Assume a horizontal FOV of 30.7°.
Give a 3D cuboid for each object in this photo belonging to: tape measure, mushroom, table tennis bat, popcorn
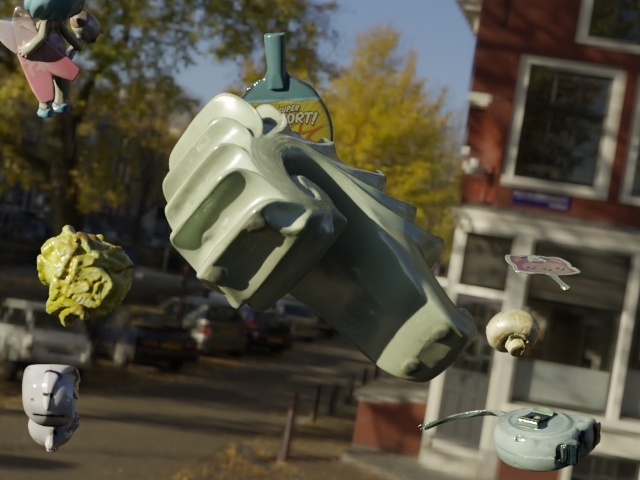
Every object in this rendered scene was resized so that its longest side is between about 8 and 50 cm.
[{"bbox_3d":[0.297,0.320,1.993,0.330,0.084,0.164,6,11,31],"label":"tape measure"},{"bbox_3d":[0.297,0.144,1.798,0.083,0.067,0.084,-2,-42,-2],"label":"mushroom"},{"bbox_3d":[-0.083,-0.257,2.377,0.215,0.329,0.044,-1,17,6],"label":"table tennis bat"},{"bbox_3d":[-0.464,0.061,2.297,0.167,0.187,0.185,-39,-12,35],"label":"popcorn"}]

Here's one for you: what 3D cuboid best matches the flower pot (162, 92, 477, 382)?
[{"bbox_3d":[0.000,0.000,1.328,0.367,0.164,0.254,28,25,-25],"label":"flower pot"}]

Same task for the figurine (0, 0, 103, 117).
[{"bbox_3d":[-0.406,-0.326,1.854,0.103,0.260,0.205,20,27,37],"label":"figurine"}]

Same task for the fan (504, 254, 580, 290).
[{"bbox_3d":[0.424,0.057,2.170,0.132,0.009,0.220,1,15,-7],"label":"fan"}]

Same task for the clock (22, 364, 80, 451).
[{"bbox_3d":[-0.397,0.250,1.724,0.080,0.117,0.176,1,-16,-9],"label":"clock"}]
